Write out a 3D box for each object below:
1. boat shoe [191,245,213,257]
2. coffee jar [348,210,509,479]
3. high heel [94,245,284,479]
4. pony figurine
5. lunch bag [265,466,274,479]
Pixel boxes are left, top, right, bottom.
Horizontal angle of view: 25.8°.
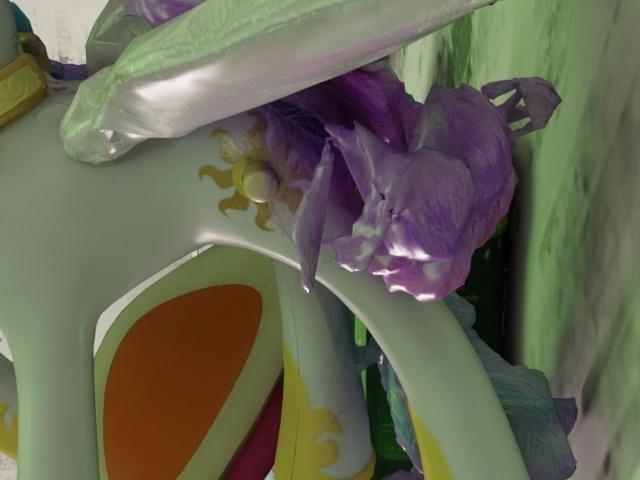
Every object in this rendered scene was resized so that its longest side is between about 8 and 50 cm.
[{"bbox_3d":[-0.043,-0.063,1.263,0.258,0.095,0.084,-65,34,24],"label":"boat shoe"},{"bbox_3d":[0.049,0.033,0.667,0.096,0.079,0.184,-78,-11,-79],"label":"coffee jar"},{"bbox_3d":[-0.009,0.054,0.778,0.181,0.127,0.377,59,-142,-37],"label":"high heel"},{"bbox_3d":[-0.033,-0.036,0.473,0.303,0.351,0.363,-93,-14,-64],"label":"pony figurine"},{"bbox_3d":[-0.033,0.138,1.259,0.176,0.090,0.219,-143,42,-63],"label":"lunch bag"}]
